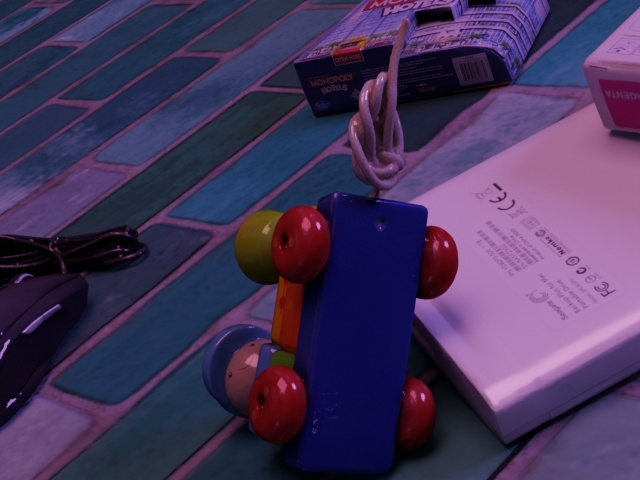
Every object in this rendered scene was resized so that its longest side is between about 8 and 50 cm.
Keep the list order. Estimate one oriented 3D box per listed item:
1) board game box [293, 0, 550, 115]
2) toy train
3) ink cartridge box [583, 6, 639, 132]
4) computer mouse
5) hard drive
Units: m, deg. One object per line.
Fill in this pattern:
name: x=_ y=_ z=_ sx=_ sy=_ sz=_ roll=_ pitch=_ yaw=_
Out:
board game box: x=0.101 y=-0.198 z=1.250 sx=0.194 sy=0.060 sz=0.194 roll=-7 pitch=31 yaw=28
toy train: x=0.000 y=0.000 z=0.794 sx=0.105 sy=0.248 sz=0.143 roll=8 pitch=0 yaw=-31
ink cartridge box: x=0.331 y=-0.168 z=0.865 sx=0.186 sy=0.065 sz=0.311 roll=14 pitch=50 yaw=46
computer mouse: x=-0.267 y=0.055 z=1.062 sx=0.184 sy=0.060 sz=0.262 roll=-5 pitch=31 yaw=28
hard drive: x=0.192 y=-0.017 z=0.837 sx=0.308 sy=0.040 sz=0.203 roll=-28 pitch=37 yaw=-9
